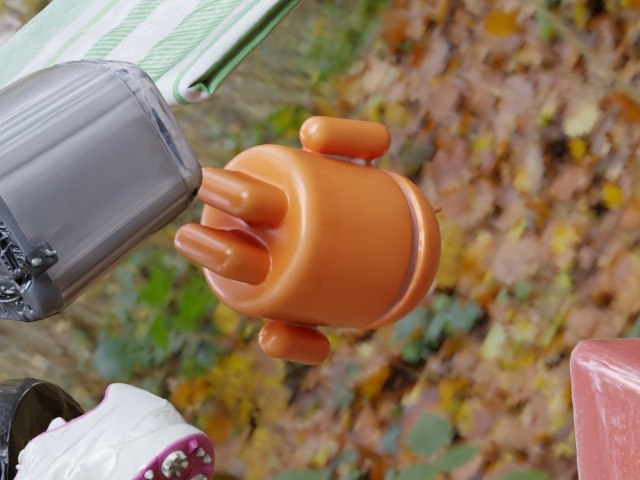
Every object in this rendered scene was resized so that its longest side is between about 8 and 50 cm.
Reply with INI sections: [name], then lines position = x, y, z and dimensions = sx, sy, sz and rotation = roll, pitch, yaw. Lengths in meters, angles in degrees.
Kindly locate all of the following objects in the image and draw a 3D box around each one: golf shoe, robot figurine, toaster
[golf shoe]
position = -0.246, 0.250, 1.497
dimensions = 0.306, 0.140, 0.115
rotation = -35, -37, -15
[robot figurine]
position = -0.001, 0.002, 1.203
dimensions = 0.128, 0.219, 0.158
rotation = -30, 62, 40
[toaster]
position = -0.178, -0.035, 1.043
dimensions = 0.146, 0.129, 0.227
rotation = -39, 19, -26

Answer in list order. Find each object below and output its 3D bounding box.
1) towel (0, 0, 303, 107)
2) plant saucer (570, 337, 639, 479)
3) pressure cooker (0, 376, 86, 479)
[towel]
position = -0.178, -0.195, 1.549
dimensions = 0.325, 0.038, 0.248
rotation = 3, 41, 37
[plant saucer]
position = 0.272, 0.181, 0.949
dimensions = 0.047, 0.259, 0.258
rotation = 163, 105, -63
[pressure cooker]
position = -0.491, 0.382, 2.053
dimensions = 0.370, 0.420, 0.375
rotation = 44, -147, -66
